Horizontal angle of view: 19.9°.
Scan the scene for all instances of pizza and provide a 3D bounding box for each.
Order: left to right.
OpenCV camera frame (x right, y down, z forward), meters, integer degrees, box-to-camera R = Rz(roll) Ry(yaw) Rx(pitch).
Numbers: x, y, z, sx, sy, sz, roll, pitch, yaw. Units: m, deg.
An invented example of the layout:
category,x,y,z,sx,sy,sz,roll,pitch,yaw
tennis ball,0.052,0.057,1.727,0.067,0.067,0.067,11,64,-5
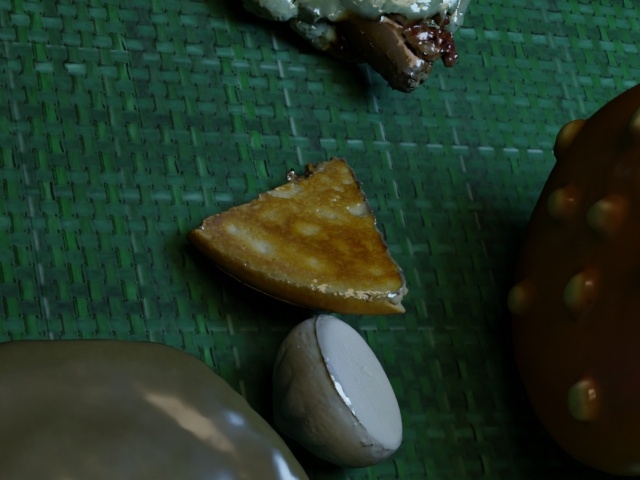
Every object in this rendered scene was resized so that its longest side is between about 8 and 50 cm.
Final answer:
category,x,y,z,sx,sy,sz,roll,pitch,yaw
pizza,0.000,0.000,1.645,0.201,0.053,0.193,22,42,11

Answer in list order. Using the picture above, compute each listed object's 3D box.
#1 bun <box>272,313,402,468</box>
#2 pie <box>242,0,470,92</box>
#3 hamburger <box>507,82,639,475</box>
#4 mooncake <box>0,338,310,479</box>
category,x,y,z,sx,sy,sz,roll,pitch,yaw
bun,0.002,0.139,1.565,0.138,0.094,0.138,50,19,-23
pie,0.035,-0.296,1.792,0.274,0.105,0.257,26,68,-7
hamburger,0.350,0.044,1.634,0.277,0.396,0.396,14,59,-25
mooncake,-0.184,0.261,1.325,0.378,0.201,0.378,16,54,-22
